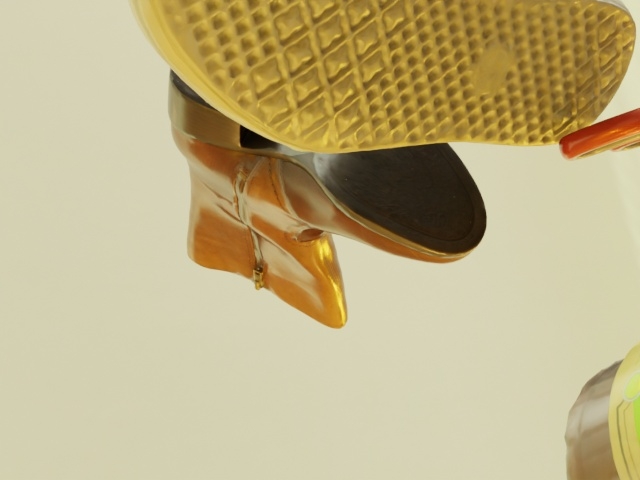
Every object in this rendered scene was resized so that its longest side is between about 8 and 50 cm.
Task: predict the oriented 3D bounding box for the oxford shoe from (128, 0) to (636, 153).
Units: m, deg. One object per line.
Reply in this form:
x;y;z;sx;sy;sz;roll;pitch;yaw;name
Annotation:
0.030;-0.145;1.215;0.130;0.169;0.449;39;-160;32;oxford shoe

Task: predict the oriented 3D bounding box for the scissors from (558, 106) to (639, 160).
0.295;-0.101;1.270;0.109;0.297;0.021;-4;-102;-59;scissors

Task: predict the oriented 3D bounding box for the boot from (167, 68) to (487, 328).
0.000;0.000;1.498;0.264;0.280;0.096;22;-119;14;boot

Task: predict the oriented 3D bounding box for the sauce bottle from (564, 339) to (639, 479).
0.214;0.019;0.614;0.111;0.344;0.111;17;-126;-25;sauce bottle
